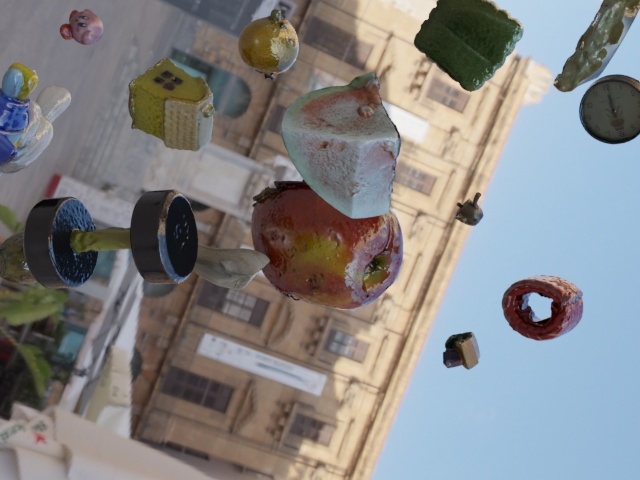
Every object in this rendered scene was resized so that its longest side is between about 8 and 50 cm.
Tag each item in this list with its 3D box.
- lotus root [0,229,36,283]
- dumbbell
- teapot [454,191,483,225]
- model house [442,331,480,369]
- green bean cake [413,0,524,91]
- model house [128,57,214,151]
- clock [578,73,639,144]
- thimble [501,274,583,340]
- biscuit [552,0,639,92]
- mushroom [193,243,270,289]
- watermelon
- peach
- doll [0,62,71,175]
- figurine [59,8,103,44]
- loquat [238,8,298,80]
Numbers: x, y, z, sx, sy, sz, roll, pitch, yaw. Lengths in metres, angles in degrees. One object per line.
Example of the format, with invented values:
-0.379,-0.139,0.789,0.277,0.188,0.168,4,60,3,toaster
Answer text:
-0.825,0.040,2.261,0.152,0.275,0.160,23,-57,36,lotus root
-0.448,-0.001,1.650,0.204,0.322,0.204,-3,90,-78,dumbbell
0.421,-0.086,2.130,0.085,0.080,0.110,-50,178,-39,teapot
0.411,0.332,2.264,0.100,0.088,0.100,-16,-173,25,model house
0.389,-0.544,2.031,0.222,0.248,0.125,-52,178,24,green bean cake
-0.408,-0.367,2.166,0.175,0.234,0.193,-41,156,-36,model house
0.765,-0.338,1.985,0.040,0.184,0.184,-39,167,-47,clock
0.577,0.175,1.991,0.189,0.125,0.163,7,-83,38,thimble
0.606,-0.468,1.586,0.329,0.078,0.335,-56,173,-34,biscuit
-0.257,0.061,1.953,0.096,0.247,0.108,-43,144,-67,mushroom
0.054,-0.213,1.521,0.213,0.289,0.320,-4,-103,51,watermelon
0.000,0.000,2.030,0.416,0.339,0.353,35,-99,33,peach
-0.770,-0.267,1.840,0.365,0.187,0.376,131,-24,-78,doll
-0.481,-0.438,1.564,0.067,0.071,0.083,65,31,-62,figurine
-0.142,-0.552,2.135,0.204,0.172,0.149,114,-31,-42,loquat
